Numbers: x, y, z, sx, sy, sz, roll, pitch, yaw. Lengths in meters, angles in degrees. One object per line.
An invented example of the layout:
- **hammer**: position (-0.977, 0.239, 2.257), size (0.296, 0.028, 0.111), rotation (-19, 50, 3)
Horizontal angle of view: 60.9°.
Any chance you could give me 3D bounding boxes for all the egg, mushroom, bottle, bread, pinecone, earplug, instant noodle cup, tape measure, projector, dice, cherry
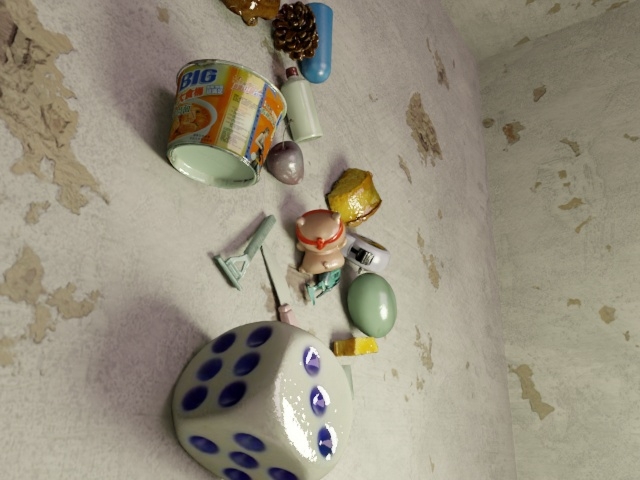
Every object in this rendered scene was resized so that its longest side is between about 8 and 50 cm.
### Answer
- **egg**: position (0.180, 0.225, 1.887), size (0.168, 0.167, 0.231), rotation (-14, 91, -57)
- **mushroom**: position (-0.214, -0.772, 1.671), size (0.231, 0.138, 0.194), rotation (-39, 111, -55)
- **bottle**: position (-0.068, -0.454, 1.811), size (0.104, 0.104, 0.245), rotation (-18, 94, -57)
- **bread**: position (0.141, -0.162, 1.988), size (0.261, 0.147, 0.160), rotation (-52, 124, -50)
- **pinecone**: position (-0.083, -0.697, 1.810), size (0.195, 0.149, 0.179), rotation (110, -35, -75)
- **earplug**: position (-0.017, -0.697, 1.962), size (0.132, 0.132, 0.273), rotation (14, 71, -54)
- **bread**: position (0.121, 0.355, 1.815), size (0.187, 0.103, 0.066), rotation (11, 67, -50)
- **instant noodle cup**: position (-0.240, -0.269, 1.348), size (0.296, 0.296, 0.214), rotation (33, 61, -47)
- **tape measure**: position (0.150, 0.049, 1.897), size (0.196, 0.178, 0.105), rotation (13, 107, -54)
- **projector**: position (0.041, 0.451, 1.697), size (0.147, 0.061, 0.115), rotation (8, 71, -55)
- **dice**: position (-0.127, 0.380, 1.244), size (0.304, 0.304, 0.277), rotation (55, 39, -30)
- **cherry**: position (-0.094, -0.258, 1.699), size (0.148, 0.115, 0.188), rotation (39, 40, -17)

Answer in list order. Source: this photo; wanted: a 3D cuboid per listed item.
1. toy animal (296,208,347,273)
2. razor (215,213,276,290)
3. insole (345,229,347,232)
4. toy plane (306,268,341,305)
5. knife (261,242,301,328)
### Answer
- **toy animal**: position (0.000, 0.000, 1.703), size (0.171, 0.171, 0.198), rotation (-32, 123, -56)
- **razor**: position (-0.186, 0.011, 1.513), size (0.111, 0.056, 0.278), rotation (59, 37, -23)
- **insole**: position (0.065, 0.025, 1.929), size (0.063, 0.010, 0.192), rotation (57, 37, -28)
- **toy plane**: position (0.013, 0.130, 1.777), size (0.235, 0.060, 0.096), rotation (-30, 117, -60)
- **knife**: position (-0.107, 0.161, 1.598), size (0.081, 0.043, 0.336), rotation (-14, 88, -63)
